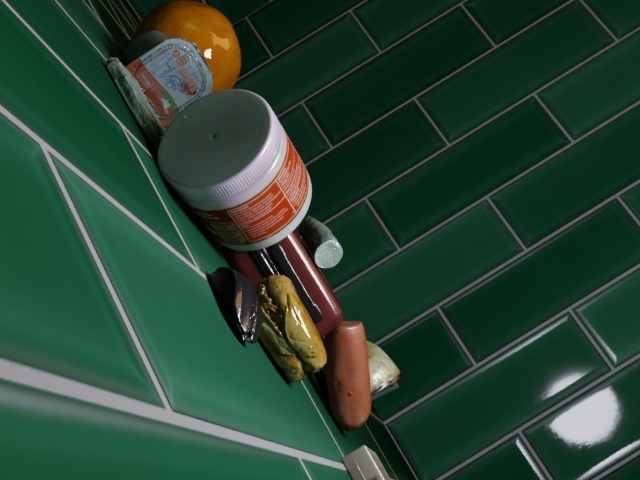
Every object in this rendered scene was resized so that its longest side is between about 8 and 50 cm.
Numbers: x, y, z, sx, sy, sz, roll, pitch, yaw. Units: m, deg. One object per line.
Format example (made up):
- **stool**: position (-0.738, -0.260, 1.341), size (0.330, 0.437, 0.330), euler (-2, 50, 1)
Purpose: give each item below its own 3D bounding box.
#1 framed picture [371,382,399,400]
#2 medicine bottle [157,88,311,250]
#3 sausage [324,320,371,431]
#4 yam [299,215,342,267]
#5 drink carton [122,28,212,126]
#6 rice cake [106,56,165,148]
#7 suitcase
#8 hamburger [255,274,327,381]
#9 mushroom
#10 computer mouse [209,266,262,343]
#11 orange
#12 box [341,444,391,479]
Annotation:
- **framed picture**: position (0.108, 0.383, 2.191), size (0.142, 0.183, 0.011), euler (58, 24, -1)
- **medicine bottle**: position (-0.167, -0.139, 1.615), size (0.252, 0.252, 0.241), euler (58, -1, 38)
- **sausage**: position (0.064, 0.319, 1.864), size (0.113, 0.113, 0.259), euler (-121, -154, -86)
- **yam**: position (0.000, 0.000, 1.794), size (0.068, 0.068, 0.169), euler (58, 1, -29)
- **drink carton**: position (-0.387, -0.417, 1.947), size (0.185, 0.191, 0.189), euler (56, -5, -35)
- **rice cake**: position (-0.384, -0.289, 1.687), size (0.211, 0.038, 0.124), euler (58, 0, 20)
- **suitcase**: position (-0.081, 0.089, 1.798), size (0.297, 0.161, 0.236), euler (59, 1, -7)
- **hamburger**: position (-0.069, 0.168, 1.533), size (0.214, 0.108, 0.214), euler (63, -1, 3)
- **mushroom**: position (0.089, 0.336, 2.054), size (0.164, 0.189, 0.267), euler (55, -1, 7)
- **computer mouse**: position (-0.132, 0.102, 1.324), size (0.099, 0.057, 0.172), euler (61, 2, -42)
- **orange**: position (-0.372, -0.517, 2.211), size (0.312, 0.312, 0.312), euler (58, 0, 0)
- **box**: position (0.125, 0.521, 1.596), size (0.201, 0.058, 0.141), euler (58, 0, 24)
